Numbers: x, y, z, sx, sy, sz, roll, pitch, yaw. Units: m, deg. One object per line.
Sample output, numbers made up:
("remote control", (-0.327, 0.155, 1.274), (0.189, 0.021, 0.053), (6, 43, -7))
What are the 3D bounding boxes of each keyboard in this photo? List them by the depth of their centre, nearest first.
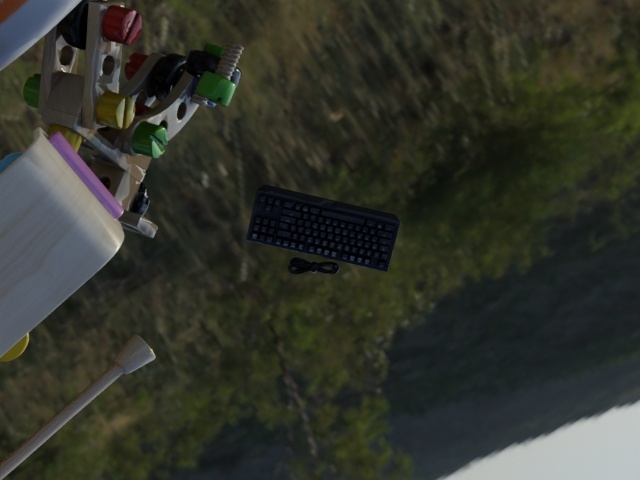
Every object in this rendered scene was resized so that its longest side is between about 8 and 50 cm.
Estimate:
("keyboard", (0.000, 0.000, 1.523), (0.023, 0.180, 0.108), (-79, -177, -64))

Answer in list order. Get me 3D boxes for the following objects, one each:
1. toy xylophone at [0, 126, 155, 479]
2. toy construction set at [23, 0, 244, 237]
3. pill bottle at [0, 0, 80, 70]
("toy xylophone", (-0.288, 0.067, 1.028), (0.322, 0.236, 0.081), (-35, -162, -19))
("toy construction set", (-0.260, -0.128, 1.274), (0.257, 0.309, 0.237), (158, -46, -86))
("pill bottle", (-0.365, -0.320, 0.990), (0.224, 0.392, 0.224), (-34, -158, 16))
